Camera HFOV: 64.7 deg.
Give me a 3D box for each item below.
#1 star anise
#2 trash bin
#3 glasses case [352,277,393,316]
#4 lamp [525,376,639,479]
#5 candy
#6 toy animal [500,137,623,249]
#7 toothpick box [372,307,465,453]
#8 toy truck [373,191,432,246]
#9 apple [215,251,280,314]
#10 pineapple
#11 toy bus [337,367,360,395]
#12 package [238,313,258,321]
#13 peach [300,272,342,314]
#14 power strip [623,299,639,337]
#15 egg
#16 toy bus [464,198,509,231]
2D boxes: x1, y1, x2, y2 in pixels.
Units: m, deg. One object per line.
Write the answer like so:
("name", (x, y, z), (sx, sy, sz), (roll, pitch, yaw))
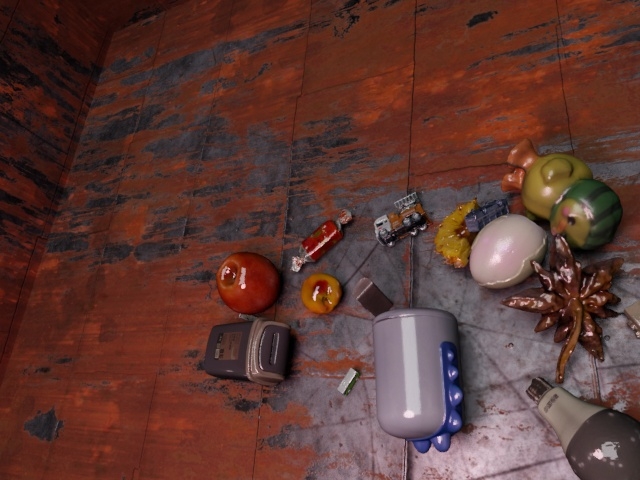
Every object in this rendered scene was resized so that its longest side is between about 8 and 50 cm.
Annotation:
("star anise", (0.634, 0.164, 1.279), (0.292, 0.109, 0.349), (41, 94, 16))
("trash bin", (-0.231, 0.368, 1.669), (0.290, 0.182, 0.210), (-9, 64, 32))
("glasses case", (0.158, 0.178, 1.526), (0.042, 0.190, 0.072), (29, 80, 37))
("lamp", (0.601, 0.453, 1.169), (0.313, 0.182, 0.182), (20, 78, 49))
("candy", (0.001, 0.001, 1.780), (0.292, 0.059, 0.086), (-42, 57, 7))
("toy animal", (0.669, -0.126, 1.380), (0.191, 0.216, 0.338), (-26, 54, -15))
("toothpick box", (0.268, 0.373, 1.338), (0.262, 0.263, 0.355), (-11, 64, 25))
("toy truck", (0.259, -0.066, 1.652), (0.177, 0.080, 0.115), (-27, 52, 15))
("apple", (-0.251, 0.148, 1.771), (0.218, 0.201, 0.218), (-13, 66, 31))
("pineapple", (0.405, -0.019, 1.525), (0.135, 0.079, 0.233), (-11, 44, 54))
("toy bus", (0.086, 0.432, 1.541), (0.031, 0.037, 0.083), (31, 86, 37))
("package", (-0.254, 0.278, 1.821), (0.110, 0.015, 0.037), (17, 82, 36))
("peach", (0.001, 0.169, 1.661), (0.138, 0.138, 0.138), (-12, 62, 24))
("power strip", (0.880, 0.133, 1.227), (0.286, 0.048, 0.080), (-35, 56, 9))
("egg", (0.509, 0.039, 1.396), (0.183, 0.183, 0.217), (34, 85, 36))
("toy bus", (0.491, -0.076, 1.484), (0.047, 0.165, 0.065), (-6, 104, 55))
